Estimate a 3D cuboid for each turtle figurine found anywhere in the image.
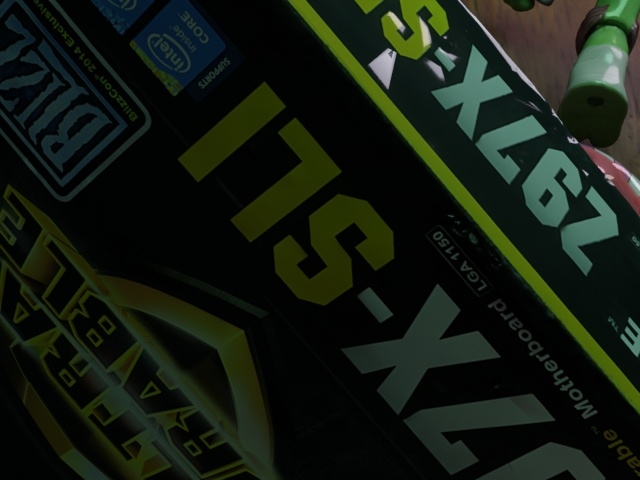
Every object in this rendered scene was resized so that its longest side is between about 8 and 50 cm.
[{"bbox_3d":[0.247,-0.171,1.038,0.198,0.274,0.266,28,54,-26],"label":"turtle figurine"}]

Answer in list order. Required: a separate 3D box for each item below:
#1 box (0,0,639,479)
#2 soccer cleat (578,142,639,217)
[{"bbox_3d":[-0.029,0.027,0.458,0.322,0.257,0.079,50,39,-6],"label":"box"},{"bbox_3d":[0.148,-0.024,0.806,0.095,0.083,0.248,13,19,-35],"label":"soccer cleat"}]
